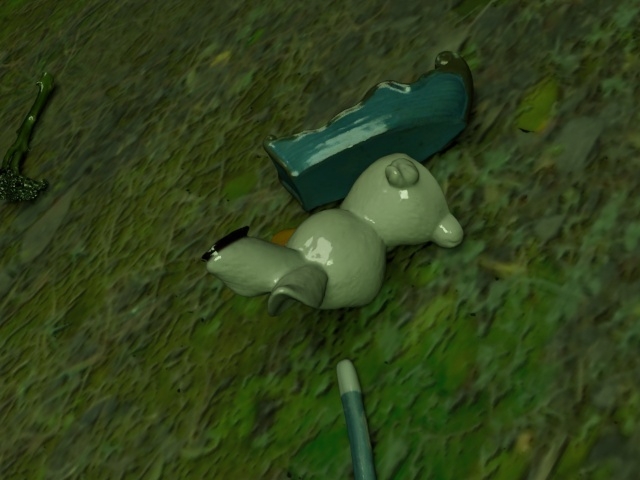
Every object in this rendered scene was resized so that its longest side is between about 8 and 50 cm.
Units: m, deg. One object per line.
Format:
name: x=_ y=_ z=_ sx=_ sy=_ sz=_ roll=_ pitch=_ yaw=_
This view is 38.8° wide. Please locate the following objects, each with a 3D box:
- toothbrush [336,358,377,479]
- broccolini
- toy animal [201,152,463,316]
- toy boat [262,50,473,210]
toothbrush: x=0.037 y=0.194 z=0.579 sx=0.025 sy=0.019 sz=0.275 roll=-15 pitch=51 yaw=9
broccolini: x=-0.318 y=-0.108 z=0.967 sx=0.052 sy=0.054 sz=0.194 roll=-31 pitch=43 yaw=27
toy animal: x=0.000 y=0.000 z=0.679 sx=0.182 sy=0.127 sz=0.131 roll=-38 pitch=54 yaw=-20
toy boat: x=0.044 y=-0.097 z=0.756 sx=0.185 sy=0.075 sz=0.077 roll=-24 pitch=57 yaw=4
